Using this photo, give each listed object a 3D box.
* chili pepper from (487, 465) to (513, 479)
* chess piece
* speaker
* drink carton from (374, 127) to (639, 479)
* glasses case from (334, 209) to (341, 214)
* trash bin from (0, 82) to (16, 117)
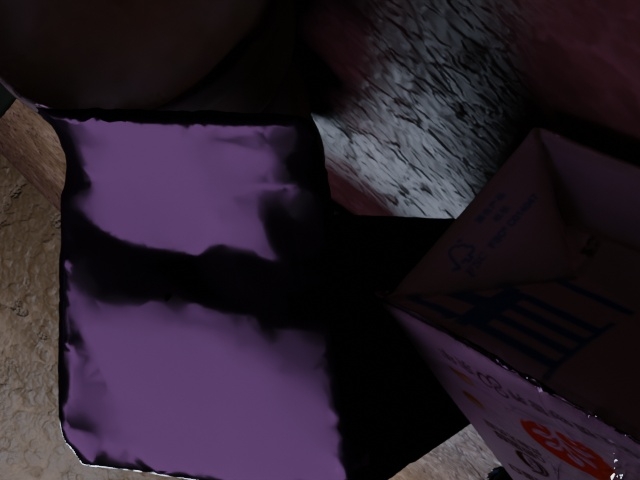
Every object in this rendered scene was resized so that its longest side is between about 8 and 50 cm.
[{"bbox_3d":[0.188,0.290,1.218,0.174,0.261,0.165,30,127,-3],"label":"chili pepper"},{"bbox_3d":[-0.078,-0.094,0.838,0.182,0.182,0.330,40,173,21],"label":"chess piece"},{"bbox_3d":[-0.001,0.024,0.762,0.180,0.184,0.388,4,-176,21],"label":"speaker"},{"bbox_3d":[0.191,0.106,0.662,0.194,0.132,0.324,30,162,46],"label":"drink carton"},{"bbox_3d":[0.000,0.000,1.108,0.197,0.049,0.076,36,165,33],"label":"glasses case"},{"bbox_3d":[-0.266,-0.240,0.821,0.223,0.158,0.343,35,161,1],"label":"trash bin"}]
